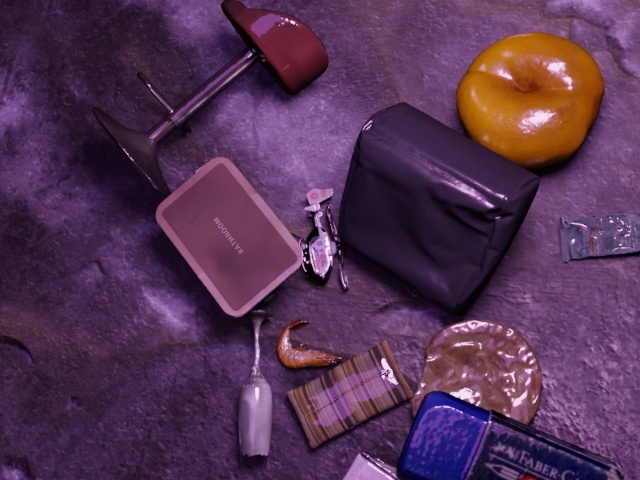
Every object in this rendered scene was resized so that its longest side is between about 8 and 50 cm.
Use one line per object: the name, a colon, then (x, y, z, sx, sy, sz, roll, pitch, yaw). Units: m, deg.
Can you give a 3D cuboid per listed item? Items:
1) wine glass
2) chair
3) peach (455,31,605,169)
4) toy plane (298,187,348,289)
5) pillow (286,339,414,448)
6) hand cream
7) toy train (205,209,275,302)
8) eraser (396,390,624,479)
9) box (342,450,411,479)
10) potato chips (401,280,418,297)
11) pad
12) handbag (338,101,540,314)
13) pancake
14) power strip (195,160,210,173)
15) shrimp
wine glass: (-0.116, 0.256, 1.597, 0.074, 0.074, 0.262, -3, 77, 13)
chair: (-0.196, -0.282, 1.676, 0.401, 0.226, 0.226, -39, 71, 1)
peach: (0.360, -0.244, 1.570, 0.251, 0.153, 0.251, -2, 74, 6)
toy plane: (-0.001, 0.000, 1.647, 0.078, 0.053, 0.197, -9, 75, 3)
pillow: (0.050, 0.266, 1.568, 0.203, 0.038, 0.113, -29, 71, 4)
hand cream: (0.529, -0.019, 1.519, 0.247, 0.052, 0.075, -7, 73, 12)
toy train: (-0.137, 0.033, 1.637, 0.071, 0.111, 0.170, -33, 68, 5)
eraser: (0.298, 0.359, 1.424, 0.332, 0.101, 0.155, 22, 90, 8)
box: (0.050, 0.538, 1.461, 0.190, 0.112, 0.370, 31, 85, 18)
potato chips: (0.206, 0.004, 1.607, 0.142, 0.026, 0.209, 36, 87, 17)
pad: (-0.164, -0.010, 1.597, 0.176, 0.002, 0.266, -40, 72, 2)
handbag: (0.196, -0.055, 1.539, 0.302, 0.275, 0.178, 32, 43, 22)
pancake: (0.260, 0.252, 1.520, 0.222, 0.042, 0.236, -5, 78, 8)
power strip: (-0.207, -0.110, 1.739, 0.040, 0.016, 0.090, -33, 71, 4)
shrimp: (-0.017, 0.187, 1.612, 0.127, 0.025, 0.091, 7, 76, 18)
